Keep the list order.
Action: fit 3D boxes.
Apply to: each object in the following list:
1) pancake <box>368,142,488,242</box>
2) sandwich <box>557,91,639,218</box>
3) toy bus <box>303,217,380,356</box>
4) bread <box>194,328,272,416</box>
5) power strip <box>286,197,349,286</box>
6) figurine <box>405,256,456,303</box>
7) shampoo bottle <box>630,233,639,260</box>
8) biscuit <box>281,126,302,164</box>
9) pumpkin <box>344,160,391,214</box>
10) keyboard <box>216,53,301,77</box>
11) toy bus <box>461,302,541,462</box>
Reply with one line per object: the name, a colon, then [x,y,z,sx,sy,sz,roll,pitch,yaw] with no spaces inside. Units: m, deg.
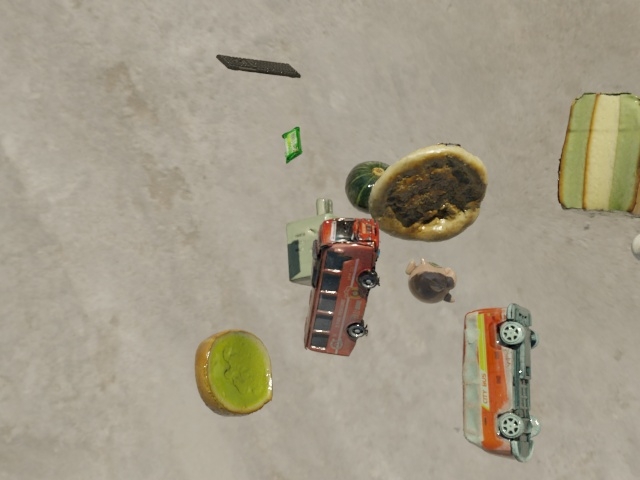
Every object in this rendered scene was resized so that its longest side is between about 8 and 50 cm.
pancake: [0.240,-0.099,1.563,0.283,0.049,0.282,-2,132,-2]
sandwich: [0.582,-0.158,1.374,0.155,0.198,0.227,8,92,39]
toy bus: [0.030,0.069,0.987,0.097,0.073,0.234,5,131,-3]
bread: [-0.219,0.342,1.800,0.070,0.236,0.236,-23,86,44]
power strip: [0.000,0.000,1.832,0.140,0.139,0.224,-13,74,32]
figurine: [0.300,0.113,1.900,0.138,0.125,0.125,32,100,38]
shampoo bottle: [0.840,0.016,1.668,0.074,0.192,0.073,1,88,-25]
biscuit: [-0.058,-0.201,1.465,0.046,0.016,0.089,-28,44,21]
pumpkin: [0.149,-0.142,1.900,0.167,0.167,0.125,22,122,12]
keyboard: [-0.139,-0.397,1.594,0.061,0.205,0.013,48,127,35]
toy bus: [0.314,0.248,1.225,0.120,0.121,0.264,-5,75,31]
